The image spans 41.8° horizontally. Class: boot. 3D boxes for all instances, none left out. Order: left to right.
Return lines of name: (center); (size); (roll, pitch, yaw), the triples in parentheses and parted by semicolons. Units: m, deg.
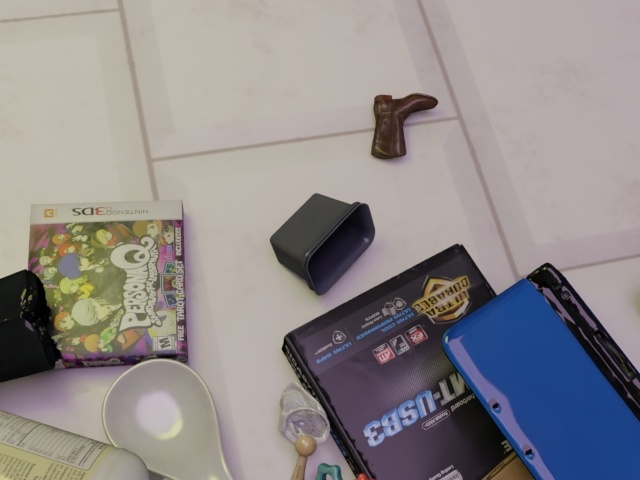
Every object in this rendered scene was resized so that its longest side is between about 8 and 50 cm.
boot: (-0.450, 0.078, 1.036); (0.207, 0.094, 0.246); (-22, 77, -9)
boot: (0.132, -0.174, 1.309); (0.106, 0.037, 0.114); (-1, 62, 6)

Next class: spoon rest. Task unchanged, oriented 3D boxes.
spoon rest: (-0.160, 0.265, 1.039); (0.137, 0.084, 0.276); (-36, 76, -21)

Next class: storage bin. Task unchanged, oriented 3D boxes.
storage bin: (0.000, 0.000, 1.188); (0.091, 0.098, 0.135); (27, 62, 35)

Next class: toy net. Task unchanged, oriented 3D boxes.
toy net: (0.000, 0.284, 1.039); (0.045, 0.122, 0.232); (4, 63, -56)

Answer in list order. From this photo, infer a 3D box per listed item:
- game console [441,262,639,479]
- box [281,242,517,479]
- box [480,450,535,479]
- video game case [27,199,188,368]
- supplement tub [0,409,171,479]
game console: (0.323, 0.193, 1.102); (0.173, 0.250, 0.293); (-37, 76, 12)
box: (0.144, 0.192, 1.126); (0.295, 0.073, 0.293); (-26, 71, -18)
box: (0.283, 0.363, 1.056); (0.164, 0.021, 0.201); (-34, 95, -19)
video game case: (-0.289, 0.056, 1.139); (0.210, 0.042, 0.232); (-2, 66, -8)
supplement tub: (-0.326, 0.317, 0.906); (0.325, 0.235, 0.235); (18, 64, 0)
